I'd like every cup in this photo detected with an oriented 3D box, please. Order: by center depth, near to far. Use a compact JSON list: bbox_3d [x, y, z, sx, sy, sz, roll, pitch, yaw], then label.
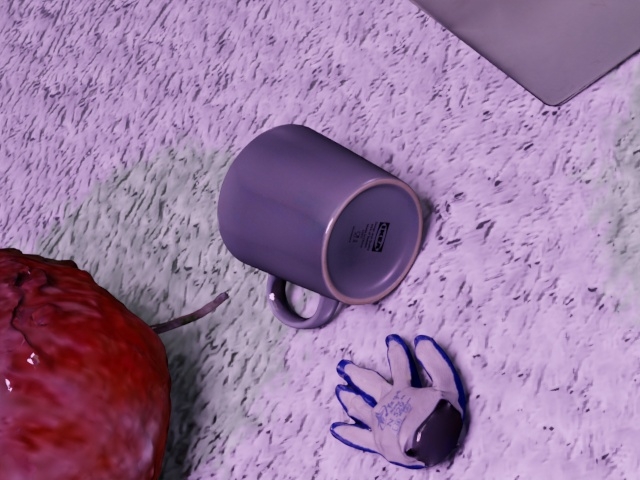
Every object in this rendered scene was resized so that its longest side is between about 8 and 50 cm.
[{"bbox_3d":[0.000,0.000,0.996,0.077,0.078,0.100,27,117,44],"label":"cup"}]

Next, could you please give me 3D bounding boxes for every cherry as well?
[{"bbox_3d":[-0.172,0.118,0.992,0.192,0.175,0.249,-1,60,27],"label":"cherry"}]

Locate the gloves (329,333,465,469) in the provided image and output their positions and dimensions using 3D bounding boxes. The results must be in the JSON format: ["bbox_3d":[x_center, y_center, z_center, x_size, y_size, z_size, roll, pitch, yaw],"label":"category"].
[{"bbox_3d":[0.038,0.074,0.939,0.086,0.026,0.064,19,76,52],"label":"gloves"}]

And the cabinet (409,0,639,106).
[{"bbox_3d":[0.106,-0.206,0.972,0.145,0.150,0.206,-36,44,26],"label":"cabinet"}]
